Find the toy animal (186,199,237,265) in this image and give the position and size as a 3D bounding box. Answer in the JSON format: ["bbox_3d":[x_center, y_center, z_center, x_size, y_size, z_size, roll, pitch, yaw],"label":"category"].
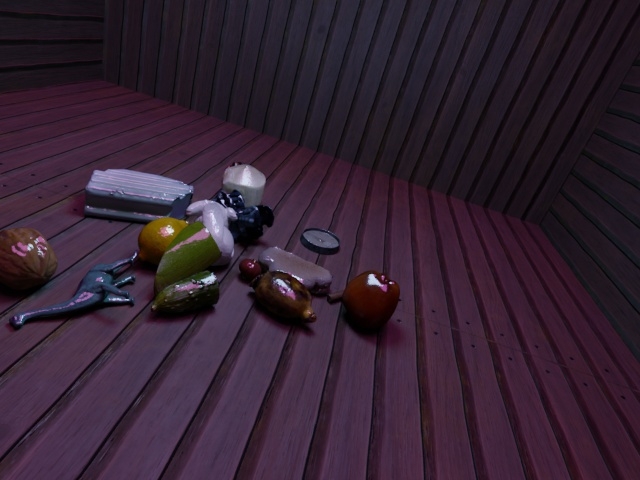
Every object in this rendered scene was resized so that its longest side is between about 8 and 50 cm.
[{"bbox_3d":[-0.448,-0.017,1.836,0.206,0.272,0.265,-12,45,-3],"label":"toy animal"}]

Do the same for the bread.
[{"bbox_3d":[-0.119,0.149,1.852,0.337,0.102,0.183,22,31,3],"label":"bread"}]

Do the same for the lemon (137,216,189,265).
[{"bbox_3d":[-0.618,0.003,1.721,0.186,0.187,0.244,27,51,17],"label":"lemon"}]

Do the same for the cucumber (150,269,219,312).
[{"bbox_3d":[-0.481,0.195,1.523,0.134,0.134,0.244,36,37,31],"label":"cucumber"}]

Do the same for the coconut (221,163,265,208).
[{"bbox_3d":[-0.417,-0.299,2.348,0.245,0.247,0.245,13,28,-7],"label":"coconut"}]

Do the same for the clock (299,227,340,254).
[{"bbox_3d":[0.000,0.000,2.266,0.214,0.042,0.215,14,27,-7],"label":"clock"}]

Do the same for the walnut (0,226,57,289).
[{"bbox_3d":[-0.965,0.060,1.405,0.213,0.213,0.213,14,27,-7],"label":"walnut"}]

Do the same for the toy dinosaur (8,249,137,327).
[{"bbox_3d":[-0.804,0.144,1.458,0.330,0.129,0.383,-2,31,-18],"label":"toy dinosaur"}]

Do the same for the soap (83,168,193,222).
[{"bbox_3d":[-0.827,-0.203,2.015,0.446,0.156,0.261,6,29,-21],"label":"soap"}]

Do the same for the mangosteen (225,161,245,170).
[{"bbox_3d":[-0.501,-0.401,2.591,0.152,0.152,0.152,14,27,-7],"label":"mangosteen"}]

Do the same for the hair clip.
[{"bbox_3d":[-0.371,-0.108,2.067,0.310,0.206,0.194,29,23,30],"label":"hair clip"}]

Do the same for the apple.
[{"bbox_3d":[0.203,0.235,1.756,0.234,0.234,0.234,14,27,-7],"label":"apple"}]

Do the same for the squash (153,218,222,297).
[{"bbox_3d":[-0.536,0.049,1.615,0.288,0.111,0.203,-33,60,-22],"label":"squash"}]

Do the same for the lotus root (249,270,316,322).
[{"bbox_3d":[-0.136,0.211,1.671,0.314,0.141,0.169,30,33,21],"label":"lotus root"}]

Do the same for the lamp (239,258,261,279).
[{"bbox_3d":[-0.292,0.120,1.809,0.101,0.090,0.101,38,-7,5],"label":"lamp"}]

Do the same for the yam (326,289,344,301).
[{"bbox_3d":[0.158,0.228,1.933,0.326,0.045,0.045,-9,68,-40],"label":"yam"}]
